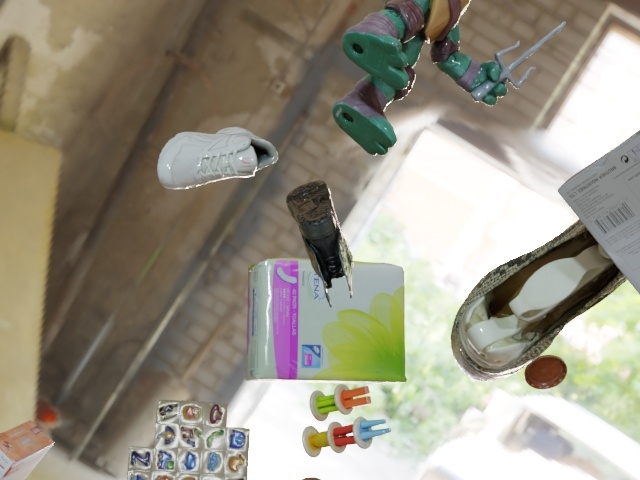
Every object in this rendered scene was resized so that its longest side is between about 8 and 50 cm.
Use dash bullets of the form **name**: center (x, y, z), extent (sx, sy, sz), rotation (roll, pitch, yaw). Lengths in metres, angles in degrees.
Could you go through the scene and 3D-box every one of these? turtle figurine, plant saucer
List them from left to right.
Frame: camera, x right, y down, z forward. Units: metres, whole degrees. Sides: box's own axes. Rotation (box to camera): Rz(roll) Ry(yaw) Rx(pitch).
- **turtle figurine**: center (0.099, -0.178, 0.913), extent (0.118, 0.234, 0.175), rotation (21, -37, 32)
- **plant saucer**: center (0.433, 0.252, 2.277), extent (0.083, 0.083, 0.013), rotation (31, 25, -23)

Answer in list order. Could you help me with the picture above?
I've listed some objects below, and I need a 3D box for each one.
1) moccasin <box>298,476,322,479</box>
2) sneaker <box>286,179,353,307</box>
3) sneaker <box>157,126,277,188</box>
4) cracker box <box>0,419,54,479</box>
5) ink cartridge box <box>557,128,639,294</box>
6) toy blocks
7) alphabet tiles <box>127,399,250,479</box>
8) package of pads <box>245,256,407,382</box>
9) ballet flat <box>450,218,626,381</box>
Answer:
- **moccasin**: center (-0.013, 0.581, 2.358), extent (0.380, 0.139, 0.147), rotation (-91, 166, -69)
- **sneaker**: center (0.003, -0.001, 1.303), extent (0.170, 0.051, 0.089), rotation (-107, 177, -69)
- **sneaker**: center (-0.163, -0.137, 1.944), extent (0.115, 0.090, 0.232), rotation (12, 26, 40)
- **cracker box**: center (-0.580, 0.427, 2.040), extent (0.067, 0.232, 0.156), rotation (42, 10, 7)
- **ink cartridge box**: center (0.490, 0.000, 1.625), extent (0.311, 0.065, 0.186), rotation (54, -40, 3)
- **toy blocks**: center (0.050, 0.283, 1.901), extent (0.148, 0.123, 0.054), rotation (-16, -47, 32)
- **alphabet tiles**: center (-0.217, 0.382, 1.939), extent (0.198, 0.237, 0.009), rotation (4, -15, -9)
- **package of pads**: center (0.011, 0.147, 2.181), extent (0.296, 0.229, 0.101), rotation (4, -11, -20)
- **ballet flat**: center (0.342, 0.098, 1.924), extent (0.164, 0.483, 0.182), rotation (53, 38, 9)
